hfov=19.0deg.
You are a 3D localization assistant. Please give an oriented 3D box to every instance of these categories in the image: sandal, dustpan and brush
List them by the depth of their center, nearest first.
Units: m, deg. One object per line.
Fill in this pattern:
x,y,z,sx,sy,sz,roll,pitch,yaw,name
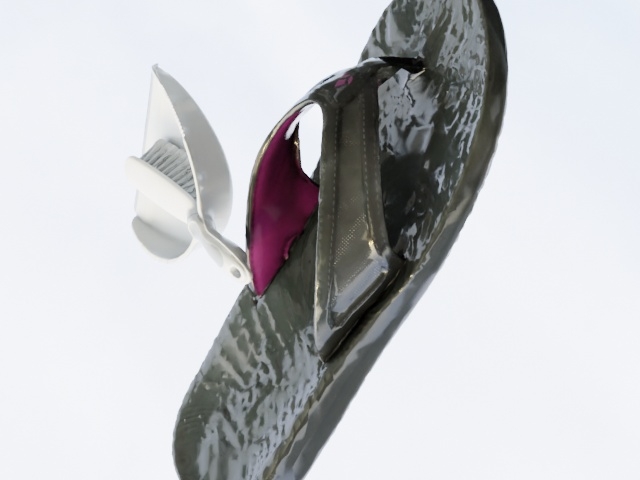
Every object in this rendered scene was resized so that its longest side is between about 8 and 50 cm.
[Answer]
0.001,0.002,1.390,0.107,0.445,0.167,19,-170,-40,sandal
-0.099,-0.027,1.459,0.060,0.147,0.211,-16,-141,-38,dustpan and brush
